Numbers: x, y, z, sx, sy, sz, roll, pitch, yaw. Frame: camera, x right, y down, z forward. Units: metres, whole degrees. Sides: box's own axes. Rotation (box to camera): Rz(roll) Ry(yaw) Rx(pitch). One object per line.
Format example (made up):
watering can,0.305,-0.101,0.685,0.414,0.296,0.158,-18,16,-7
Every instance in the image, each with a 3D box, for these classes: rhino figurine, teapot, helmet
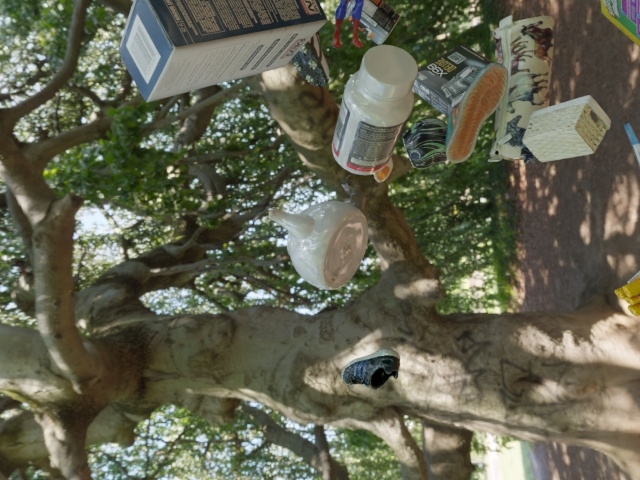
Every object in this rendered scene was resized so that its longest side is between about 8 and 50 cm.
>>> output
rhino figurine,0.133,-0.149,1.673,0.073,0.106,0.244,19,-117,-66
teapot,0.000,0.000,1.112,0.252,0.186,0.256,-35,-45,-42
helmet,0.382,-0.344,1.435,0.169,0.161,0.170,44,-144,-45

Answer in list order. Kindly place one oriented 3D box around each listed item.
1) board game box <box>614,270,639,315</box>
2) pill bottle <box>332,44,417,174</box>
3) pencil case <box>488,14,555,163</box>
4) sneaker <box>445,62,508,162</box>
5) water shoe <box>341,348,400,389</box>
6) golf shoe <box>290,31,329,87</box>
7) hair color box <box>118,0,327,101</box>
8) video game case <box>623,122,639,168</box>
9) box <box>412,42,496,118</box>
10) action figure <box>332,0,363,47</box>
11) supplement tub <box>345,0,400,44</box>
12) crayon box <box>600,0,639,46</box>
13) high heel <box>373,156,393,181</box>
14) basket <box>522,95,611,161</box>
board game box,0.699,0.193,0.701,0.390,0.050,0.390,48,-162,-60
pill bottle,0.137,-0.327,1.068,0.319,0.176,0.177,107,166,-64
pencil case,0.594,-0.443,1.233,0.183,0.159,0.411,-21,-66,-33
sneaker,0.443,-0.388,1.225,0.121,0.107,0.302,-87,11,-47
water shoe,0.124,0.352,1.088,0.072,0.203,0.080,35,-142,-17
golf shoe,-0.036,-0.507,0.996,0.120,0.105,0.273,-49,-51,-17
hair color box,-0.169,-0.379,0.761,0.347,0.173,0.105,-33,-81,-37
video game case,0.813,-0.203,1.047,0.166,0.015,0.119,53,-141,-20
box,0.516,-0.580,1.520,0.308,0.242,0.077,59,179,38
action figure,0.088,-0.572,0.912,0.139,0.091,0.281,-116,23,-49
supplement tub,0.165,-0.775,1.409,0.190,0.117,0.117,34,-146,-11
crayon box,0.724,-0.529,0.860,0.362,0.106,0.314,15,-135,-52
high heel,0.245,-0.359,1.680,0.244,0.082,0.117,81,180,-47
basket,0.639,-0.286,1.086,0.113,0.167,0.103,36,-104,-20
